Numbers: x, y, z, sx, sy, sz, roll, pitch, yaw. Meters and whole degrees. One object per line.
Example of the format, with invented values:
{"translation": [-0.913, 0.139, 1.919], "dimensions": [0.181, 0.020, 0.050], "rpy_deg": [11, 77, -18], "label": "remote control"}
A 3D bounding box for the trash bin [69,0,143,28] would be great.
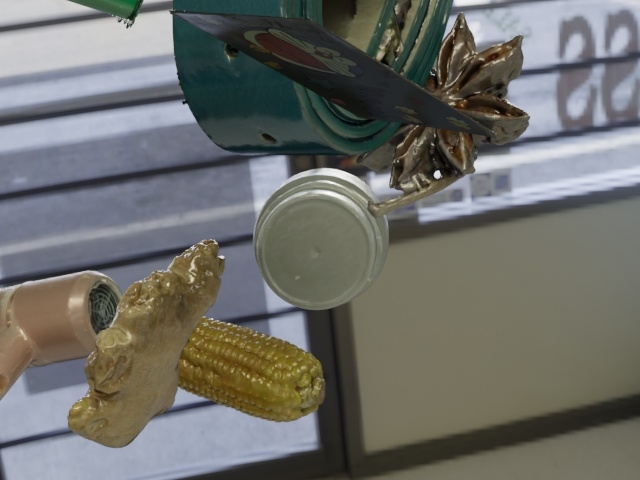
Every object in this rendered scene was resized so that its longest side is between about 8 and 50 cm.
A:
{"translation": [-0.404, -0.445, 1.549], "dimensions": [0.381, 0.259, 0.295], "rpy_deg": [20, 11, -26], "label": "trash bin"}

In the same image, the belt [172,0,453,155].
{"translation": [0.011, -0.285, 1.244], "dimensions": [0.173, 0.300, 0.437], "rpy_deg": [0, 54, 29], "label": "belt"}

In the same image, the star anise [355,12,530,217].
{"translation": [0.131, -0.126, 1.308], "dimensions": [0.230, 0.081, 0.262], "rpy_deg": [12, 70, 38], "label": "star anise"}

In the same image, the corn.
{"translation": [-0.154, 0.175, 1.724], "dimensions": [0.363, 0.120, 0.120], "rpy_deg": [12, 26, 27], "label": "corn"}

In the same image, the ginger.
{"translation": [-0.164, 0.096, 1.135], "dimensions": [0.074, 0.213, 0.137], "rpy_deg": [36, 16, 16], "label": "ginger"}

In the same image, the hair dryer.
{"translation": [-0.369, 0.166, 1.364], "dimensions": [0.189, 0.107, 0.344], "rpy_deg": [-10, 29, 25], "label": "hair dryer"}

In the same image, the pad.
{"translation": [0.016, -0.134, 0.970], "dimensions": [0.170, 0.006, 0.245], "rpy_deg": [13, -7, 44], "label": "pad"}

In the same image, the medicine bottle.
{"translation": [0.000, 0.000, 2.136], "dimensions": [0.245, 0.245, 0.306], "rpy_deg": [-4, 7, 4], "label": "medicine bottle"}
